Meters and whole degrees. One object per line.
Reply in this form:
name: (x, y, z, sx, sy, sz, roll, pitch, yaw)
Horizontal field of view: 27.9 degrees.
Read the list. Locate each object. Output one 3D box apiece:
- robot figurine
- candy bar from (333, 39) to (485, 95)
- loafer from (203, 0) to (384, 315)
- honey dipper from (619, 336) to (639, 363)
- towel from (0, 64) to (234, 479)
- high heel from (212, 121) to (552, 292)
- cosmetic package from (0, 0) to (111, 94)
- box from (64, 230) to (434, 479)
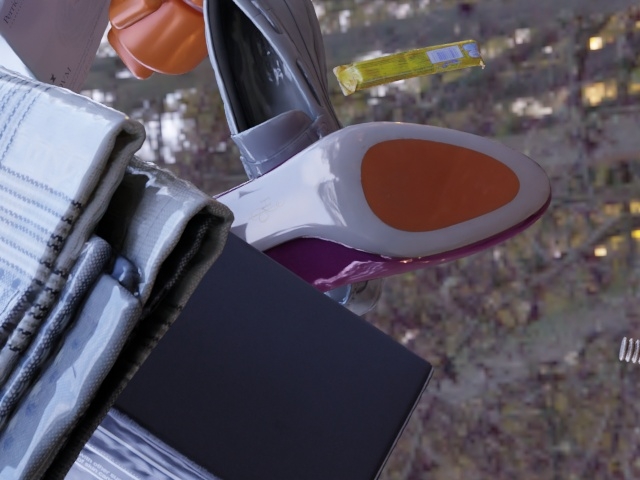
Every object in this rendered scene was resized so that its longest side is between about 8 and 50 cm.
robot figurine: (-0.155, -0.273, 1.449, 0.158, 0.219, 0.128, 16, -130, -34)
candy bar: (0.096, -0.182, 1.344, 0.018, 0.162, 0.040, 92, 163, -53)
loafer: (-0.031, -0.083, 1.121, 0.111, 0.112, 0.319, -7, -105, -54)
honey dipper: (0.449, 0.149, 1.576, 0.030, 0.161, 0.030, 11, -90, -84)
towel: (-0.225, 0.050, 0.625, 0.312, 0.324, 0.056, -57, -42, -8)
high heel: (0.000, 0.000, 1.076, 0.181, 0.377, 0.127, 76, -168, -64)
cosmetic package: (-0.356, -0.302, 1.530, 0.224, 0.138, 0.224, 60, -136, -63)
box: (-0.126, 0.135, 0.912, 0.182, 0.296, 0.294, -56, -1, -41)
